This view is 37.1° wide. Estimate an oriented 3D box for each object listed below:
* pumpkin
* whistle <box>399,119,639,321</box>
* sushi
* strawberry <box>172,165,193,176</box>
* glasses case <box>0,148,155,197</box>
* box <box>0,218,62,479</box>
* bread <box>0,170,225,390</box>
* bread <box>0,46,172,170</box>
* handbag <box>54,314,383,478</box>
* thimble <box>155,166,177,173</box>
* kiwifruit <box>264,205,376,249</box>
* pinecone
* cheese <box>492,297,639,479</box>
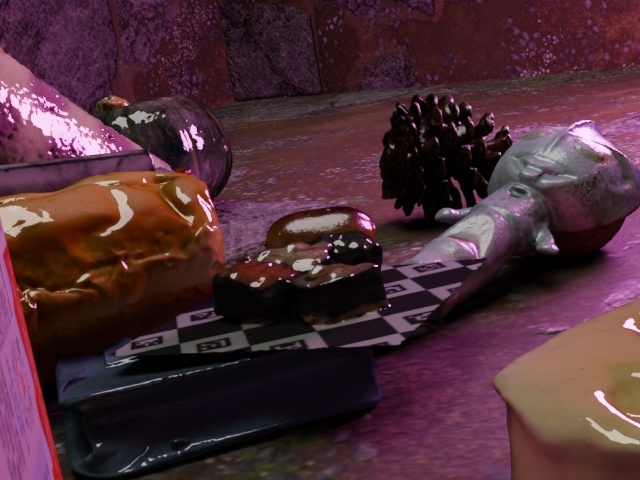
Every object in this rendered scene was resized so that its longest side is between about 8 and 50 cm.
[{"bbox_3d":[-0.285,-0.131,1.504,0.300,0.207,0.300,-15,6,2],"label":"pumpkin"},{"bbox_3d":[0.201,-0.024,0.928,0.142,0.134,0.346,42,50,19],"label":"whistle"},{"bbox_3d":[-0.013,0.027,0.728,0.231,0.047,0.219,-6,11,25],"label":"sushi"},{"bbox_3d":[-0.229,-0.031,1.306,0.192,0.085,0.140,-27,25,14],"label":"strawberry"},{"bbox_3d":[-0.291,-0.023,0.833,0.299,0.060,0.114,-12,-29,-41],"label":"glasses case"},{"bbox_3d":[-0.139,0.081,0.354,0.048,0.273,0.265,-11,12,-11],"label":"box"},{"bbox_3d":[-0.224,0.038,0.793,0.294,0.167,0.132,-20,58,-33],"label":"bread"},{"bbox_3d":[-0.345,-0.089,1.111,0.187,0.155,0.338,-24,-38,29],"label":"bread"},{"bbox_3d":[-0.081,0.099,0.717,0.229,0.062,0.179,-13,10,-15],"label":"handbag"},{"bbox_3d":[-0.204,-0.008,1.057,0.097,0.150,0.150,2,17,42],"label":"thimble"},{"bbox_3d":[0.000,0.000,1.048,0.124,0.075,0.075,-7,13,-4],"label":"kiwifruit"},{"bbox_3d":[0.166,-0.103,1.204,0.165,0.163,0.163,1,11,-12],"label":"pinecone"},{"bbox_3d":[0.256,0.084,0.438,0.383,0.104,0.384,-8,13,2],"label":"cheese"}]
